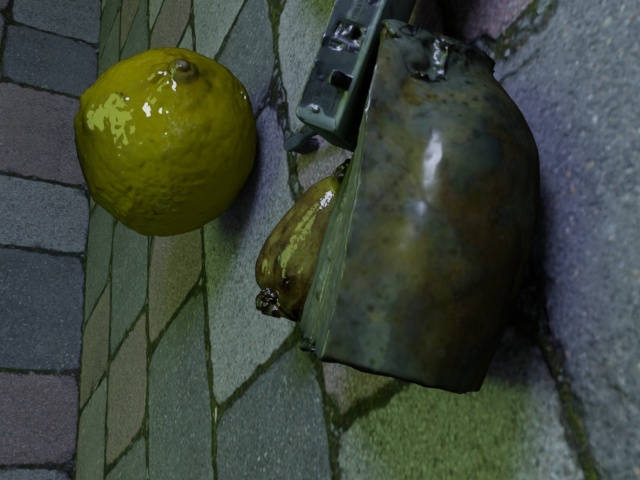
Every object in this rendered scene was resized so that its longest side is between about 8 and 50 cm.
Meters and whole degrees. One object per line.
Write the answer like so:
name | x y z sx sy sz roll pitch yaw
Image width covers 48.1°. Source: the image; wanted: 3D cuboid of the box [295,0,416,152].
box | 0.054 -0.217 0.642 0.211 0.045 0.270 -14 -55 -80

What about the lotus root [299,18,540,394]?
lotus root | 0.080 -0.029 0.570 0.267 0.149 0.260 146 139 -84

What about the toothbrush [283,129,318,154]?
toothbrush | 0.039 -0.138 0.800 0.321 0.031 0.023 -13 70 61

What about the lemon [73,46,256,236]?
lemon | -0.224 -0.143 1.054 0.322 0.268 0.268 123 149 -69

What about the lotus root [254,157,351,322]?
lotus root | 0.000 0.000 0.773 0.108 0.094 0.191 33 103 19
